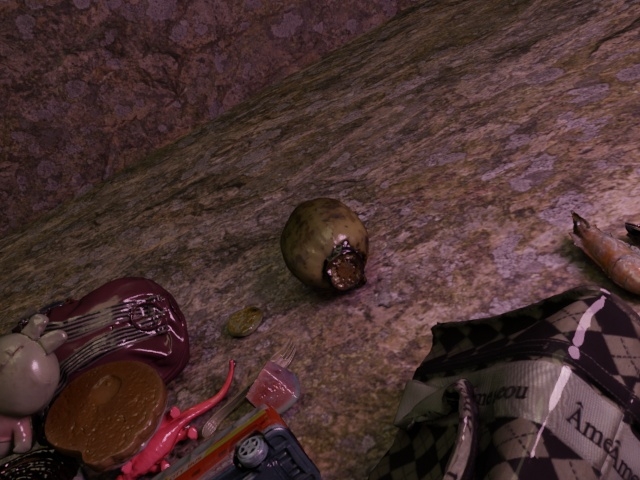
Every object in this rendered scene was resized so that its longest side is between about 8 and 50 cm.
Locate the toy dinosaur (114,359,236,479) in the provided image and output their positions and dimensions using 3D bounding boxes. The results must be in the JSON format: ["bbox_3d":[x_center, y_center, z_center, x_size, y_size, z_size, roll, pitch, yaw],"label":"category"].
[{"bbox_3d":[-0.262,0.322,0.918,0.286,0.070,0.139,-48,13,-33],"label":"toy dinosaur"}]

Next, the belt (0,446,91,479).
[{"bbox_3d":[-0.401,0.441,0.745,0.184,0.164,0.289,-12,21,-26],"label":"belt"}]

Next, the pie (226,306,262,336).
[{"bbox_3d":[-0.155,0.166,1.083,0.085,0.017,0.085,-20,31,12],"label":"pie"}]

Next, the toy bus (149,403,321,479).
[{"bbox_3d":[-0.142,0.341,0.722,0.265,0.121,0.120,-33,22,-7],"label":"toy bus"}]

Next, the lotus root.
[{"bbox_3d":[0.000,0.000,1.088,0.173,0.173,0.309,-31,23,-4],"label":"lotus root"}]

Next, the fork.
[{"bbox_3d":[-0.120,0.251,0.912,0.219,0.034,0.028,-42,25,-23],"label":"fork"}]

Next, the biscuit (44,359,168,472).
[{"bbox_3d":[-0.342,0.280,0.862,0.208,0.049,0.181,4,40,28],"label":"biscuit"}]

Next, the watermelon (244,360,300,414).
[{"bbox_3d":[-0.078,0.243,0.857,0.092,0.072,0.084,4,61,37],"label":"watermelon"}]

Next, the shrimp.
[{"bbox_3d":[0.460,0.009,0.786,0.126,0.047,0.223,-22,35,-3],"label":"shrimp"}]

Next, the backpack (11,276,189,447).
[{"bbox_3d":[-0.415,0.212,1.029,0.317,0.197,0.283,-28,67,-1],"label":"backpack"}]

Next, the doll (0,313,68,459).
[{"bbox_3d":[-0.502,0.252,0.858,0.275,0.155,0.113,-62,-16,18],"label":"doll"}]

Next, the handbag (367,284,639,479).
[{"bbox_3d":[0.124,0.252,0.528,0.416,0.180,0.317,-50,10,-26],"label":"handbag"}]
